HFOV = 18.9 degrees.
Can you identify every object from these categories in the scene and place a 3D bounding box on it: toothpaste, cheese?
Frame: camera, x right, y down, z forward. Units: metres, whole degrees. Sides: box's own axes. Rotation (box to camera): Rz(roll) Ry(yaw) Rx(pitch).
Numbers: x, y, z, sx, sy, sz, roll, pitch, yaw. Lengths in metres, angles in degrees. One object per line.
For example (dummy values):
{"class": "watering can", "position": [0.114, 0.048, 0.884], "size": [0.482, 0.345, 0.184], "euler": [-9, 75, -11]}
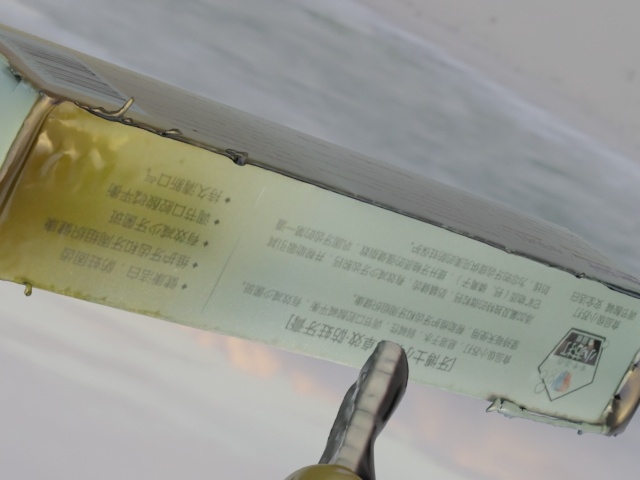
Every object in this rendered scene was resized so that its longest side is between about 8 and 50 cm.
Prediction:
{"class": "toothpaste", "position": [0.000, 0.000, 0.679], "size": [0.313, 0.071, 0.089], "euler": [17, -167, -40]}
{"class": "cheese", "position": [-0.002, 0.084, 0.527], "size": [0.036, 0.086, 0.162], "euler": [25, -141, 1]}
